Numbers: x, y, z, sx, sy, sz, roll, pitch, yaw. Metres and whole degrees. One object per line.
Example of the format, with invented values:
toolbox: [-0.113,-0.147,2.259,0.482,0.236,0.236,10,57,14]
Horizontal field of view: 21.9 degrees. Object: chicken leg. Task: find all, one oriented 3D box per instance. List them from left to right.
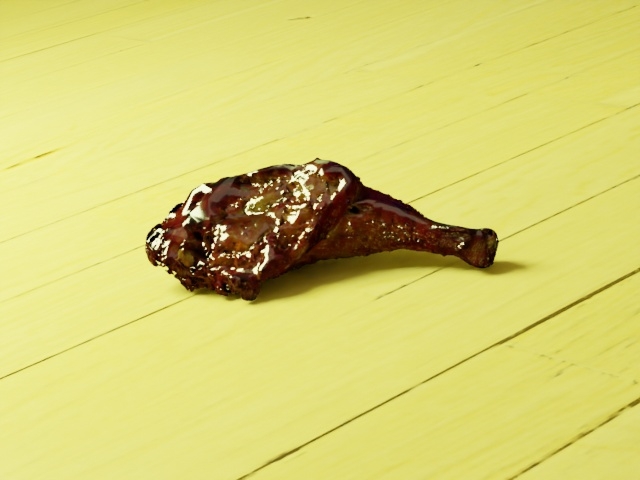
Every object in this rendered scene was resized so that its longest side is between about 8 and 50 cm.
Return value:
chicken leg: [-0.002,-0.005,0.967,0.205,0.053,0.093,-13,42,7]
